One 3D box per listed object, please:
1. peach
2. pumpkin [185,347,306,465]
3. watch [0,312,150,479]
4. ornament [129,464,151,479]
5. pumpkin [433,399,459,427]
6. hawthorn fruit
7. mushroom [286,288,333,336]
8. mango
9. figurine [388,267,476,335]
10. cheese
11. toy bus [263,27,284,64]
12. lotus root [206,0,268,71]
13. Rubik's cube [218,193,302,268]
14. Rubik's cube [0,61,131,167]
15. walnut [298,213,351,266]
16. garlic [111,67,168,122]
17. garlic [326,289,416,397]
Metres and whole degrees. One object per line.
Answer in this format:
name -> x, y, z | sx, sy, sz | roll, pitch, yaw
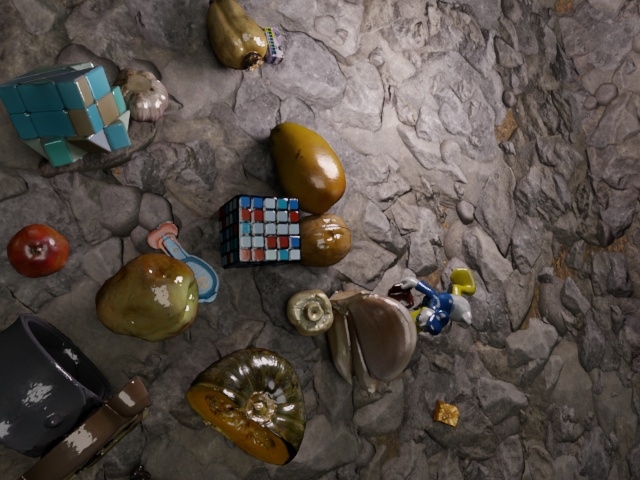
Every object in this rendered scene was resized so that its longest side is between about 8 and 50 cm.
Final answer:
peach -> -0.421, 0.137, 1.055 | 0.236, 0.214, 0.214 | -3, 84, -7
pumpkin -> -0.175, 0.420, 1.169 | 0.325, 0.242, 0.232 | 47, 36, -10
watch -> -0.568, 0.328, 0.925 | 0.327, 0.335, 0.314 | 46, 70, 6
ornament -> -0.403, 0.637, 1.044 | 0.153, 0.166, 0.196 | -42, 90, -16
pumpkin -> 0.442, 0.608, 1.531 | 0.084, 0.054, 0.074 | 21, 69, -2
hawthorn fruit -> -0.653, 0.026, 0.999 | 0.125, 0.140, 0.125 | 0, 100, 1
mushroom -> -0.030, 0.214, 1.300 | 0.148, 0.112, 0.147 | 1, 86, -18
mango -> -0.042, -0.224, 1.312 | 0.212, 0.173, 0.317 | -9, 65, -42
figurine -> 0.359, 0.202, 1.423 | 0.284, 0.338, 0.204 | 19, 108, 12
cheese -> -0.368, 0.065, 1.189 | 0.106, 0.037, 0.256 | -40, 100, -27
toy bus -> -0.154, -0.617, 1.384 | 0.058, 0.052, 0.102 | -11, 86, -26
lotus root -> -0.246, -0.601, 1.286 | 0.155, 0.140, 0.256 | -25, 85, -15
Rubik's cube -> -0.172, -0.020, 1.220 | 0.184, 0.182, 0.186 | -2, 84, -27
Rubik's cube -> -0.587, -0.281, 1.014 | 0.266, 0.224, 0.212 | -2, 126, 5
walnut -> 0.000, 0.000, 1.322 | 0.207, 0.167, 0.167 | -8, 87, -30
garlic -> -0.478, -0.377, 1.153 | 0.147, 0.102, 0.159 | -24, 71, -26
garlic -> 0.157, 0.290, 1.330 | 0.132, 0.279, 0.324 | -10, 78, -63
